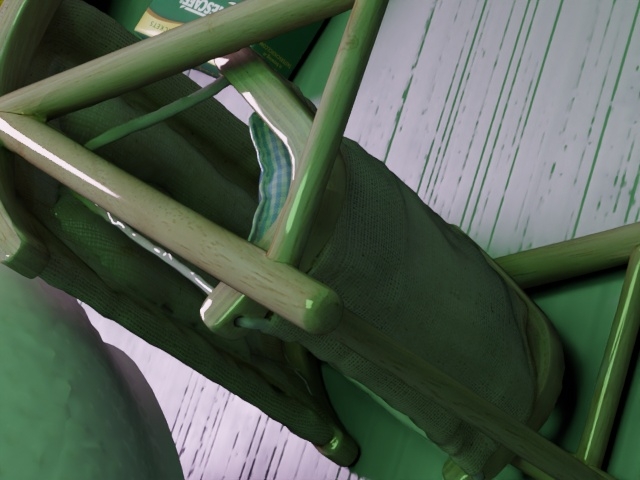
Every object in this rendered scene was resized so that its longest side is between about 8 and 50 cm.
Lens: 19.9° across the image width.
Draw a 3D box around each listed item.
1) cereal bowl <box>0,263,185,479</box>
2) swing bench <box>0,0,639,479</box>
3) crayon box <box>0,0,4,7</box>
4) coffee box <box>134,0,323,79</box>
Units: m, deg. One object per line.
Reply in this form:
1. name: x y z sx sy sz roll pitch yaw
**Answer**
1. cereal bowl: -0.153 0.143 0.886 0.339 0.141 0.339 35 130 57
2. swing bench: 0.000 0.000 0.824 0.255 0.253 0.165 4 68 41
3. crayon box: -0.264 -0.160 1.189 0.202 0.081 0.318 11 67 -4
4. coffee box: -0.025 -0.181 1.103 0.113 0.040 0.184 30 86 46
